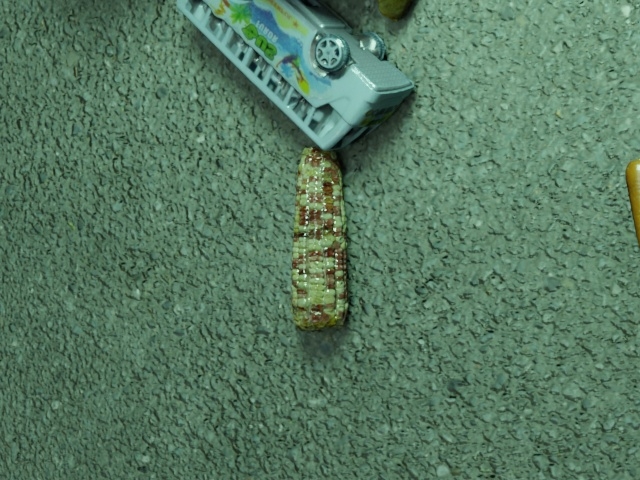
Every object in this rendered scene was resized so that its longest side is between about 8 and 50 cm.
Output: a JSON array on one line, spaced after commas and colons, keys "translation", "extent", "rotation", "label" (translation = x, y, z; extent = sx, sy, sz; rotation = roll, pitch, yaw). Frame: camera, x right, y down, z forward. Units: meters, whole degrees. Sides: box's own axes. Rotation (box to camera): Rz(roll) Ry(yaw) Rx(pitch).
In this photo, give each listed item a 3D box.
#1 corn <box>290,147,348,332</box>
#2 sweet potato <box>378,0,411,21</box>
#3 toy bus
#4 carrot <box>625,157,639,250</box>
[{"translation": [0.000, 0.000, 1.460], "extent": [0.079, 0.079, 0.237], "rotation": [1, 89, 28], "label": "corn"}, {"translation": [0.108, -0.386, 1.373], "extent": [0.077, 0.077, 0.244], "rotation": [24, 107, 24], "label": "sweet potato"}, {"translation": [-0.040, -0.255, 1.446], "extent": [0.330, 0.109, 0.136], "rotation": [45, 121, 18], "label": "toy bus"}, {"translation": [0.375, 0.000, 1.284], "extent": [0.037, 0.037, 0.190], "rotation": [-10, 93, 28], "label": "carrot"}]
